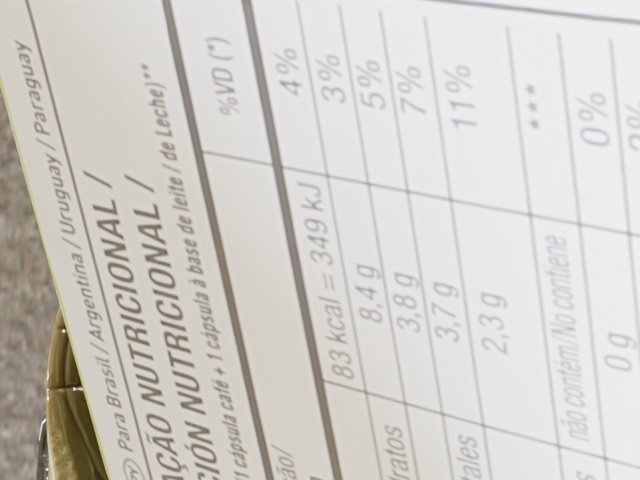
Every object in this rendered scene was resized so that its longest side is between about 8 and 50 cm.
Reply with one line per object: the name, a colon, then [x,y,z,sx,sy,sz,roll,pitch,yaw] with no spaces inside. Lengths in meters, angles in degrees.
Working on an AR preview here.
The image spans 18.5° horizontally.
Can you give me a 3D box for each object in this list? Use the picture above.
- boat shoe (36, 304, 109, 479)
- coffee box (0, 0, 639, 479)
boat shoe: [-0.086,0.093,0.828,0.080,0.073,0.224,8,72,-20]
coffee box: [0.173,0.021,0.486,0.337,0.334,0.338,-39,128,-41]
